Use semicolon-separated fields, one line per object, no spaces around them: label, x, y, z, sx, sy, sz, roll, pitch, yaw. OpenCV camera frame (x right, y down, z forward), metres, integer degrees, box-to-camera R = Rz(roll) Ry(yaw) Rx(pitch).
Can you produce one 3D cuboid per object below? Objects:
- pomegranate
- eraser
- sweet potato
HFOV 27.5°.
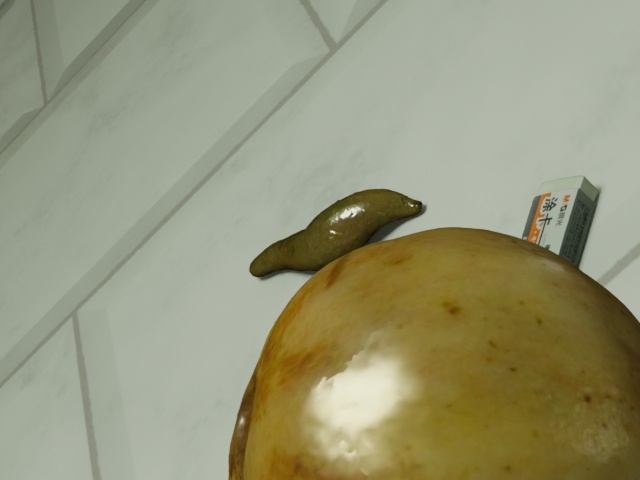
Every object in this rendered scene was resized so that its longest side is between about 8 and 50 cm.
pomegranate;0.102;0.154;0.872;0.338;0.338;0.338;-33;35;28
eraser;0.201;0.002;1.137;0.052;0.029;0.122;-9;51;48
sweet potato;-0.002;0.002;1.381;0.249;0.059;0.069;-27;18;40
